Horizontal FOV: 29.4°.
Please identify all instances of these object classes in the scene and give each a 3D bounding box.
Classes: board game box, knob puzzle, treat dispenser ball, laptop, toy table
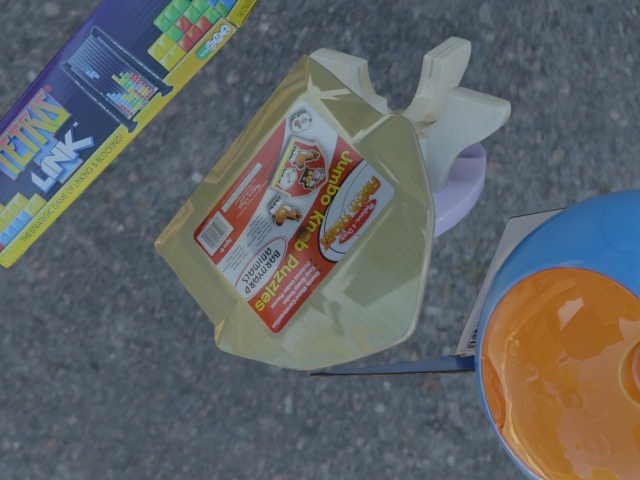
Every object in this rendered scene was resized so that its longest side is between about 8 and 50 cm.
[{"bbox_3d":[-0.086,-0.084,0.545,0.048,0.141,0.170,42,122,-13],"label":"board game box"},{"bbox_3d":[0.000,0.000,0.786,0.213,0.030,0.213,-10,71,30],"label":"knob puzzle"},{"bbox_3d":[0.276,0.099,1.039,0.288,0.288,0.288,4,115,9],"label":"treat dispenser ball"},{"bbox_3d":[0.250,0.060,1.665,0.236,0.408,0.382,36,156,-25],"label":"laptop"},{"bbox_3d":[0.095,-0.116,1.400,0.252,0.274,0.161,13,127,20],"label":"toy table"}]
